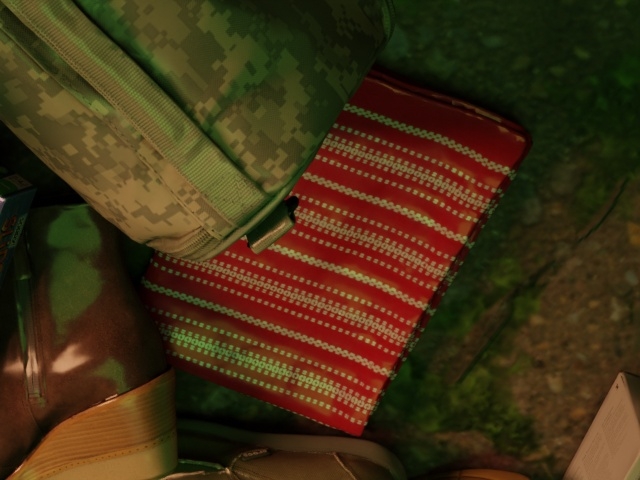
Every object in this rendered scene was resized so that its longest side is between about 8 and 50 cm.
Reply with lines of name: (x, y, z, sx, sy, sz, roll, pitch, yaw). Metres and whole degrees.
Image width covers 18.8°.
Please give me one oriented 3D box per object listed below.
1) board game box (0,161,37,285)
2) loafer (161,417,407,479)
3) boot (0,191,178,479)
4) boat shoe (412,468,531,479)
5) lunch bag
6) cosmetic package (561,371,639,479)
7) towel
board game box: (-0.277, 0.016, 1.277, 0.136, 0.035, 0.201, 35, 118, 18)
loafer: (-0.066, 0.185, 1.374, 0.251, 0.087, 0.094, -3, 119, 10)
boot: (-0.223, 0.078, 1.339, 0.248, 0.090, 0.206, -11, 102, 18)
boat shoe: (0.050, 0.253, 1.424, 0.277, 0.098, 0.096, -23, 118, 21)
lunch bag: (-0.117, -0.150, 1.088, 0.212, 0.256, 0.305, -40, 106, 17)
cosmetic package: (0.201, 0.222, 1.407, 0.060, 0.099, 0.239, 17, 118, -13)
towel: (0.000, 0.000, 1.317, 0.199, 0.031, 0.275, 22, 116, -12)
